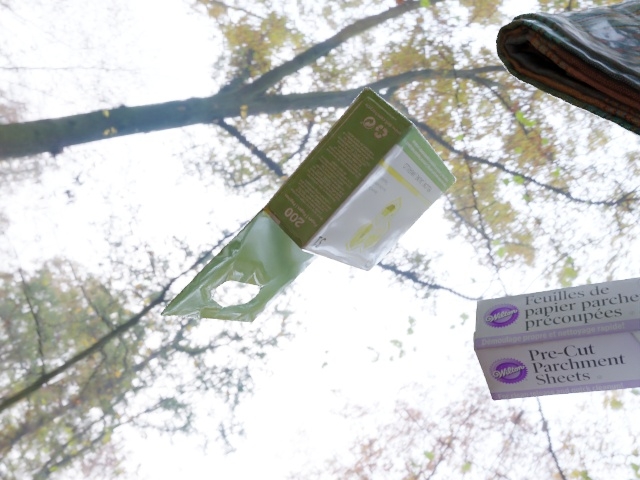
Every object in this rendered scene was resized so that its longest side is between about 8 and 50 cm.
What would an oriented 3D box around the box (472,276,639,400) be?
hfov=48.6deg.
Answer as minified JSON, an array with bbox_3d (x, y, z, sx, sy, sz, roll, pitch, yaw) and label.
[{"bbox_3d":[0.281,0.063,0.525,0.324,0.063,0.067,-10,-58,22],"label":"box"}]

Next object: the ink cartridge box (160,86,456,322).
[{"bbox_3d":[0.000,0.000,0.592,0.056,0.171,0.235,45,-82,21],"label":"ink cartridge box"}]

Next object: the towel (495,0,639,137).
[{"bbox_3d":[0.335,-0.120,0.446,0.271,0.370,0.040,47,-32,45],"label":"towel"}]
